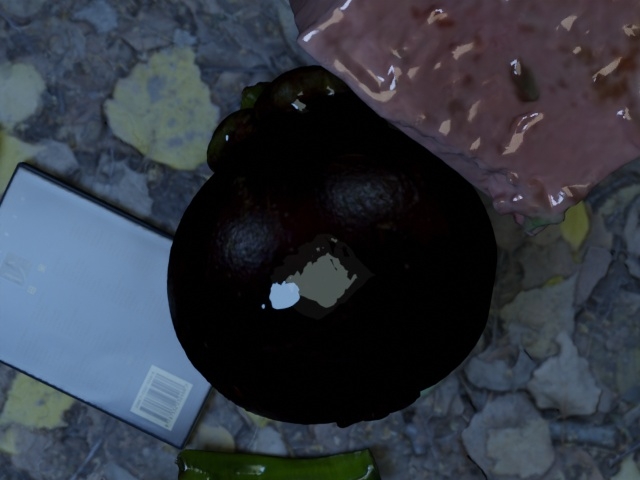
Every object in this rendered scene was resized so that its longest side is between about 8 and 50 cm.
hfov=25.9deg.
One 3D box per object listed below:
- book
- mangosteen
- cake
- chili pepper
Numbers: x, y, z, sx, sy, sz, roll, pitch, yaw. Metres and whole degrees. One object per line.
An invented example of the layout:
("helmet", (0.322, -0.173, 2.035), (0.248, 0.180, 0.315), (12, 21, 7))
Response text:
("book", (-0.214, 0.065, 1.366), (0.269, 0.025, 0.190), (26, 96, -1))
("mangosteen", (0.012, 0.006, 1.214), (0.297, 0.297, 0.313), (6, 101, 2))
("cake", (0.162, -0.216, 1.141), (0.314, 0.293, 0.307), (41, 106, -15))
("chili pepper", (-0.041, 0.230, 1.365), (0.202, 0.050, 0.051), (0, 80, 0))
